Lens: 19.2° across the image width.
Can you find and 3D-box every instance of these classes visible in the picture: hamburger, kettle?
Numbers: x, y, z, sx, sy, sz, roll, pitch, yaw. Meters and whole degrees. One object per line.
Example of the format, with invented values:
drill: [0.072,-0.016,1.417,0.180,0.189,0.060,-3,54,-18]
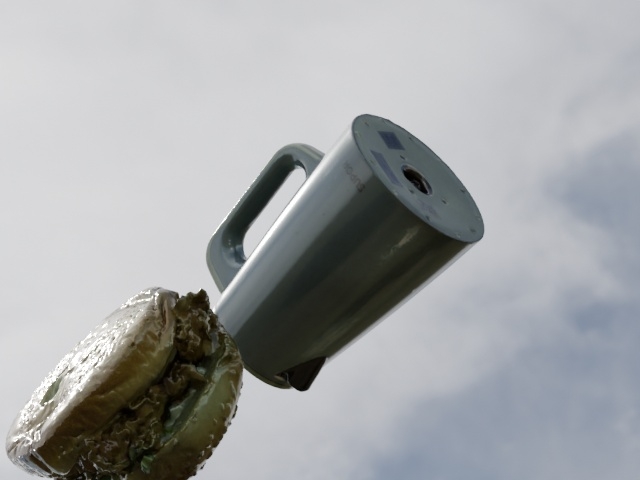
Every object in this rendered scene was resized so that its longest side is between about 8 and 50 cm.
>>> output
hamburger: [-0.155,0.133,1.537,0.122,0.189,0.215,41,-30,-17]
kettle: [0.000,0.000,1.769,0.243,0.211,0.160,-45,-29,23]
